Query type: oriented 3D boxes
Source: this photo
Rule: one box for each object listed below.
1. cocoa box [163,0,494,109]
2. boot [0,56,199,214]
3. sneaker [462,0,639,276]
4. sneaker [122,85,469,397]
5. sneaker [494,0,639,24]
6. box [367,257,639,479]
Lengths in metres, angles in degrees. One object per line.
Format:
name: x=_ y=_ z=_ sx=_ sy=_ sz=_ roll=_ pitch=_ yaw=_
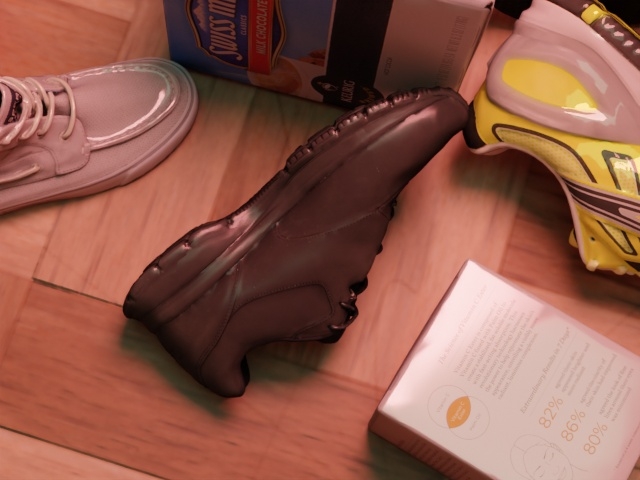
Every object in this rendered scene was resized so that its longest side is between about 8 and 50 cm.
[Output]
cocoa box: x=0.031 y=-0.298 z=1.029 sx=0.228 sy=0.231 sz=0.347 roll=14 pitch=74 yaw=0
boot: x=-0.210 y=-0.080 z=1.009 sx=0.258 sy=0.123 sz=0.095 roll=-25 pitch=77 yaw=-10
sneaker: x=0.273 y=-0.018 z=1.031 sx=0.384 sy=0.145 sz=0.147 roll=44 pitch=107 yaw=7
sneaker: x=0.000 y=0.000 z=1.000 sx=0.286 sy=0.109 sz=0.130 roll=-38 pitch=91 yaw=10
sneaker: x=0.254 y=-0.253 z=1.104 sx=0.270 sy=0.090 sz=0.145 roll=-3 pitch=73 yaw=-7
box: x=0.140 y=0.116 z=0.986 sx=0.170 sy=0.091 sz=0.130 roll=31 pitch=75 yaw=6
